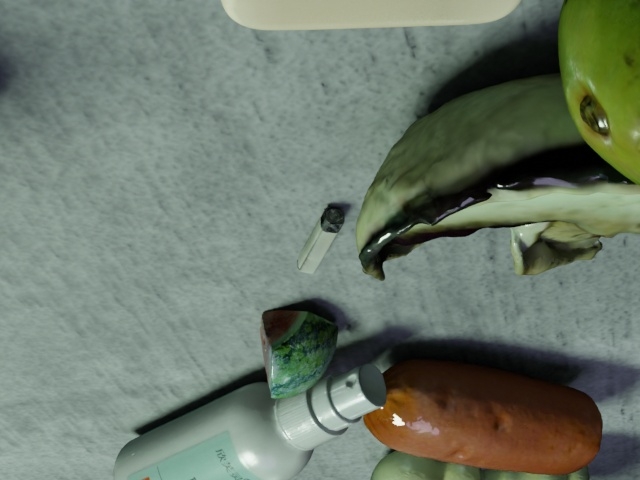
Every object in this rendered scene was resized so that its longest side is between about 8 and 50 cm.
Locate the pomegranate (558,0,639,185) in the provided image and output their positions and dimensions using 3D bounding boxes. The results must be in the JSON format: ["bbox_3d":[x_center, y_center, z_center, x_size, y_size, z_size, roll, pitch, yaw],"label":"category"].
[{"bbox_3d":[0.243,-0.149,0.781,0.190,0.159,0.241,13,114,-32],"label":"pomegranate"}]

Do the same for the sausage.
[{"bbox_3d":[0.167,0.186,1.342,0.259,0.113,0.113,13,144,-23],"label":"sausage"}]

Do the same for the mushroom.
[{"bbox_3d":[0.197,-0.045,0.969,0.344,0.130,0.247,-2,164,-1],"label":"mushroom"}]

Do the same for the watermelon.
[{"bbox_3d":[-0.028,0.110,1.236,0.084,0.092,0.072,34,174,-33],"label":"watermelon"}]

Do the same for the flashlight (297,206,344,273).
[{"bbox_3d":[0.000,0.000,1.106,0.018,0.018,0.083,8,146,-15],"label":"flashlight"}]

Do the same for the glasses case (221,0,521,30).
[{"bbox_3d":[0.033,-0.174,0.799,0.196,0.050,0.083,-1,151,-4],"label":"glasses case"}]

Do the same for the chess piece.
[{"bbox_3d":[0.183,0.309,1.535,0.251,0.144,0.144,7,147,-6],"label":"chess piece"}]

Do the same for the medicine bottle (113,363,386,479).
[{"bbox_3d":[-0.072,0.211,1.349,0.352,0.110,0.110,-28,141,35],"label":"medicine bottle"}]
